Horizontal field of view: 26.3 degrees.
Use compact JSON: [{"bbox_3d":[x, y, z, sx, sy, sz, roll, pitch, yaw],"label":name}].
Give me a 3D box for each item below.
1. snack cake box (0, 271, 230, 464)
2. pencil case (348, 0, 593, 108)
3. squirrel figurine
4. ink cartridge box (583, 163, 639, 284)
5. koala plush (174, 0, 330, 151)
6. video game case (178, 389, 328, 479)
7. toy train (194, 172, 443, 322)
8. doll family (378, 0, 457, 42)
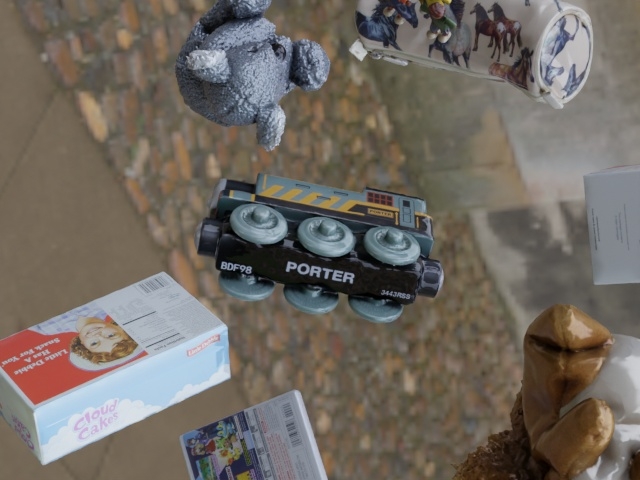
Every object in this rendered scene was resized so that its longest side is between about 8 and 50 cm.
[{"bbox_3d":[-0.260,0.150,1.666,0.264,0.152,0.089,-23,130,-29],"label":"snack cake box"},{"bbox_3d":[0.248,-0.338,2.252,0.160,0.410,0.183,23,88,-54],"label":"pencil case"},{"bbox_3d":[0.343,0.324,1.810,0.397,0.281,0.370,137,-31,-65],"label":"squirrel figurine"},{"bbox_3d":[0.401,-0.024,1.521,0.128,0.176,0.127,-14,99,-59],"label":"ink cartridge box"},{"bbox_3d":[-0.106,-0.220,1.870,0.196,0.203,0.221,48,13,-22],"label":"koala plush"},{"bbox_3d":[-0.082,0.325,1.831,0.023,0.183,0.201,34,35,-67],"label":"video game case"},{"bbox_3d":[0.000,0.000,1.834,0.190,0.334,0.142,-87,-172,-56],"label":"toy train"},{"bbox_3d":[0.136,-0.387,2.121,0.076,0.193,0.111,-63,164,-11],"label":"doll family"}]
